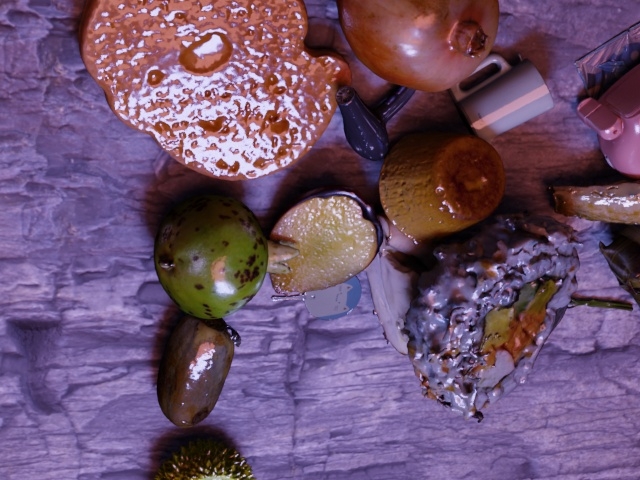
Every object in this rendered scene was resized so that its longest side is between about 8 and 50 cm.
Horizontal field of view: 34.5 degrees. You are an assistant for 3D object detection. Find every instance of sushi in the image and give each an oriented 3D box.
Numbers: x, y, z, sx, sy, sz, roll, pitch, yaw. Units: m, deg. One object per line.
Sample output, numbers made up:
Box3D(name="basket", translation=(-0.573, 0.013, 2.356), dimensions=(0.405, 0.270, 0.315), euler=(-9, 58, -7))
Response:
Box3D(name="sushi", translation=(0.307, 0.119, 1.835), dimensions=(0.417, 0.176, 0.417), euler=(-34, 142, -32))

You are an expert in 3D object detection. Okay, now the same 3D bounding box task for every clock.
Box3D(name="clock", translation=(0.616, -0.202, 1.843), dimensions=(0.227, 0.142, 0.241), euler=(-39, 126, 8))

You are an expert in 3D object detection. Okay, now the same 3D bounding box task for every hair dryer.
Box3D(name="hair dryer", translation=(0.120, -0.248, 1.722), dimensions=(0.219, 0.075, 0.195), euler=(-47, 151, -7))

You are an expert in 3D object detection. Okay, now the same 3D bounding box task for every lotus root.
Box3D(name="lotus root", translation=(-0.233, 0.235, 1.879), dimensions=(0.123, 0.124, 0.241), euler=(12, 113, -21))

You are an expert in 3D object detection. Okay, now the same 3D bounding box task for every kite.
Box3D(name="kite", translation=(0.598, -0.292, 1.871), dimensions=(0.314, 0.011, 0.335), euler=(10, 117, -20))

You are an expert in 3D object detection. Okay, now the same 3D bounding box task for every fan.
Box3D(name="fan", translation=(-0.007, 0.105, 1.937), dimensions=(0.175, 0.005, 0.113), euler=(-2, 120, -14))

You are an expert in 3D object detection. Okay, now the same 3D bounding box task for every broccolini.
Box3D(name="broccolini", translation=(0.542, 0.131, 2.092), dimensions=(0.218, 0.044, 0.042), euler=(8, 102, -25))

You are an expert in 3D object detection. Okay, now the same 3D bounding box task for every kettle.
Box3D(name="kettle", translation=(0.310, -0.245, 1.770), dimensions=(0.148, 0.098, 0.127), euler=(-28, 128, 6))

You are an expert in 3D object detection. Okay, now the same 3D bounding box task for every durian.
Box3D(name="durian", translation=(-0.223, 0.497, 2.005), dimensions=(0.200, 0.176, 0.237), euler=(-1, 115, -4))

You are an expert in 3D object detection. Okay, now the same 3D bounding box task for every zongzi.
Box3D(name="zongzi", translation=(0.711, 0.025, 2.029), dimensions=(0.286, 0.134, 0.288), euler=(-38, 135, 3))

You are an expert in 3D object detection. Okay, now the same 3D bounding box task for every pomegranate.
Box3D(name="pomegranate", translation=(-0.164, 0.027, 1.745), dimensions=(0.263, 0.211, 0.211), euler=(-1, 123, -42))
Box3D(name="pomegranate", translation=(0.158, -0.343, 1.568), dimensions=(0.229, 0.270, 0.252), euler=(-44, 128, 2))

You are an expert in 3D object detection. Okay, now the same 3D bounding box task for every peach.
Box3D(name="peach", translation=(0.001, -0.003, 1.829), dimensions=(0.189, 0.068, 0.279), euler=(34, 127, -17))

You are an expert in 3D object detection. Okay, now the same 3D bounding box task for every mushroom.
Box3D(name="mushroom", translation=(0.177, 0.061, 1.889), dimensions=(0.151, 0.156, 0.286), euler=(-22, 117, -24))

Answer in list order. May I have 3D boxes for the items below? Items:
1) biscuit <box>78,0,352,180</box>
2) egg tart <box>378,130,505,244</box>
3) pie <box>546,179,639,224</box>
Box3D(name="biscuit", translation=(-0.172, -0.286, 1.625), dimensions=(0.349, 0.078, 0.455), euler=(-36, 123, 3))
Box3D(name="egg tart", translation=(0.218, -0.094, 1.758), dimensions=(0.202, 0.147, 0.203), euler=(1, 88, -28))
Box3D(name="pie", translation=(0.557, -0.068, 1.886), dimensions=(0.282, 0.068, 0.128), euler=(5, 161, 16))
